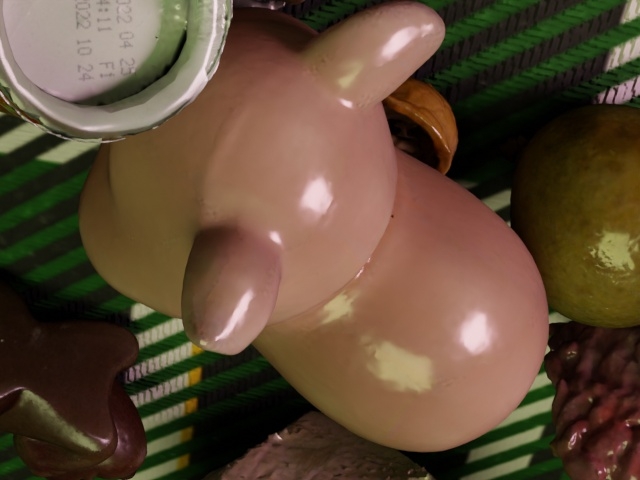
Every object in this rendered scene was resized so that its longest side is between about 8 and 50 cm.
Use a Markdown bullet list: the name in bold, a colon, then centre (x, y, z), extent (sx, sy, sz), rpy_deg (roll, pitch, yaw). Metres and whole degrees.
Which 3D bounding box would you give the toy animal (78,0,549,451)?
- **toy animal**: centre (0.000, 0.000, 1.017), extent (0.326, 0.237, 0.269), rpy_deg (34, 165, 1)

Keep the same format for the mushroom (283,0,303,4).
- **mushroom**: centre (-0.081, -0.257, 0.930), extent (0.100, 0.081, 0.312), rpy_deg (-18, 135, 36)

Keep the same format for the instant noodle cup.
- **instant noodle cup**: centre (-0.149, -0.139, 0.867), extent (0.193, 0.212, 0.193), rpy_deg (-9, 110, -25)

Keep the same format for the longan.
- **longan**: centre (0.189, -0.021, 1.103), extent (0.145, 0.176, 0.155), rpy_deg (-12, 129, -42)

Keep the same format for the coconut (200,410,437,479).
- **coconut**: centre (-0.008, 0.296, 1.346), extent (0.297, 0.309, 0.297), rpy_deg (19, 126, 28)

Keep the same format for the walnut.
- **walnut**: centre (0.043, -0.085, 1.104), extent (0.121, 0.052, 0.091), rpy_deg (18, 143, 22)

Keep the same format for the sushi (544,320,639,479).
- **sushi**: centre (0.293, 0.151, 1.189), extent (0.171, 0.236, 0.270), rpy_deg (-32, 134, 20)

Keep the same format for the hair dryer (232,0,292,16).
- **hair dryer**: centre (-0.189, -0.175, 1.028), extent (0.357, 0.107, 0.173), rpy_deg (14, 139, -15)

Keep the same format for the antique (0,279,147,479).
- **antique**: centre (-0.257, 0.119, 1.321), extent (0.257, 0.121, 0.143), rpy_deg (22, 142, -13)
